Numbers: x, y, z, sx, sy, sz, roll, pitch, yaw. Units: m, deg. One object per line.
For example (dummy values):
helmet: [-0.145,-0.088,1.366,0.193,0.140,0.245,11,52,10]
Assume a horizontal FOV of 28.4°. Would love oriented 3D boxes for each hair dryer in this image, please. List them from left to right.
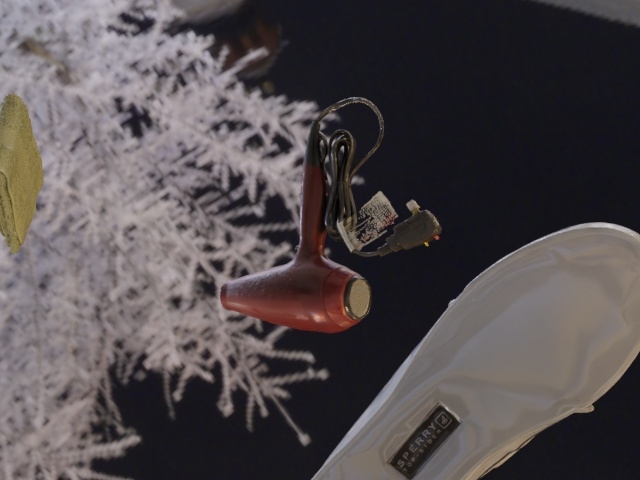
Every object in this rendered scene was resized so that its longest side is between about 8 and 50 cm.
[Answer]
hair dryer: [0.000,0.000,1.463,0.293,0.080,0.223,-41,-126,18]

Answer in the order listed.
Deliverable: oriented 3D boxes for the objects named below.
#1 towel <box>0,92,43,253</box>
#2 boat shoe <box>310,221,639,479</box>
towel: [-0.306,-0.067,1.273,0.027,0.148,0.110,5,-124,2]
boat shoe: [0.131,0.125,1.033,0.136,0.156,0.367,41,-76,5]
